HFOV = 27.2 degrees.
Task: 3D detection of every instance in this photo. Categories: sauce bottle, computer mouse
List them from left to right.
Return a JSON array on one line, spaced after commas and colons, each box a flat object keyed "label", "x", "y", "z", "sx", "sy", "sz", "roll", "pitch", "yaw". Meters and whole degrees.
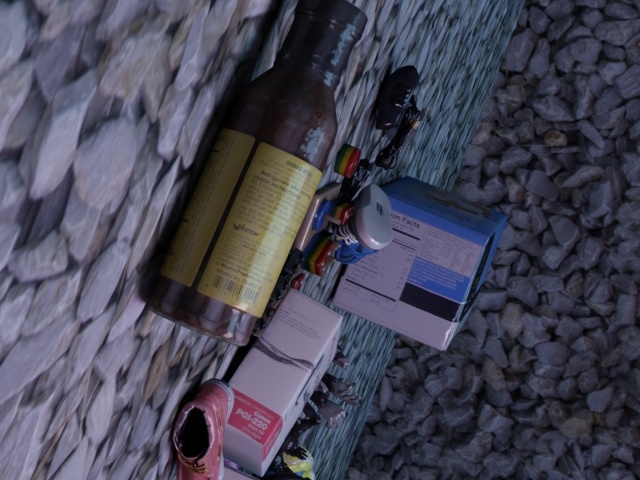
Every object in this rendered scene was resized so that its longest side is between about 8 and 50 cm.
[{"label": "sauce bottle", "x": -0.050, "y": -0.071, "z": 1.263, "sx": 0.344, "sy": 0.111, "sz": 0.111, "roll": -65, "pitch": 170, "yaw": -4}, {"label": "computer mouse", "x": 0.079, "y": -0.162, "z": 2.009, "sx": 0.242, "sy": 0.041, "sz": 0.071, "roll": -62, "pitch": -165, "yaw": -1}, {"label": "computer mouse", "x": 0.120, "y": -0.186, "z": 2.072, "sx": 0.106, "sy": 0.042, "sz": 0.193, "roll": -61, "pitch": -172, "yaw": 21}]

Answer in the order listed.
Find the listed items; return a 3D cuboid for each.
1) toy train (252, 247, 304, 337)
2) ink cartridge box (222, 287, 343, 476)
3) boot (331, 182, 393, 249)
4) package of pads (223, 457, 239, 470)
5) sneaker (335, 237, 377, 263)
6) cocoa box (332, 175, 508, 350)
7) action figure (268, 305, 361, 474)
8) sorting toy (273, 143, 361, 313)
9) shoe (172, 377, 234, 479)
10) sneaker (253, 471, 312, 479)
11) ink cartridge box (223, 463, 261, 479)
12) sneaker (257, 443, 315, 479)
[{"label": "toy train", "x": -0.063, "y": 0.072, "z": 1.783, "sx": 0.158, "sy": 0.027, "sz": 0.036, "roll": -60, "pitch": -179, "yaw": -39}, {"label": "ink cartridge box", "x": -0.062, "y": 0.196, "z": 1.820, "sx": 0.218, "sy": 0.092, "sz": 0.158, "roll": -59, "pitch": 171, "yaw": -24}, {"label": "boot", "x": 0.058, "y": -0.016, "z": 1.994, "sx": 0.086, "sy": 0.069, "sz": 0.190, "roll": -39, "pitch": -168, "yaw": 19}, {"label": "package of pads", "x": -0.130, "y": 0.311, "z": 1.940, "sx": 0.050, "sy": 0.032, "sz": 0.083, "roll": -60, "pitch": 169, "yaw": -22}, {"label": "sneaker", "x": 0.073, "y": 0.004, "z": 2.207, "sx": 0.209, "sy": 0.082, "sz": 0.069, "roll": 85, "pitch": 27, "yaw": -73}, {"label": "cocoa box", "x": 0.195, "y": 0.031, "z": 2.473, "sx": 0.347, "sy": 0.231, "sz": 0.228, "roll": -29, "pitch": 141, "yaw": -75}, {"label": "action figure", "x": -0.006, "y": 0.251, "z": 2.170, "sx": 0.164, "sy": 0.141, "sz": 0.276, "roll": -31, "pitch": 145, "yaw": -63}, {"label": "sorting toy", "x": 0.000, "y": 0.000, "z": 1.899, "sx": 0.132, "sy": 0.046, "sz": 0.274, "roll": -34, "pitch": 145, "yaw": -73}, {"label": "shoe", "x": -0.154, "y": 0.261, "z": 1.620, "sx": 0.081, "sy": 0.063, "sz": 0.178, "roll": -42, "pitch": 147, "yaw": -66}, {"label": "sneaker", "x": -0.059, "y": 0.423, "z": 2.095, "sx": 0.276, "sy": 0.135, "sz": 0.098, "roll": 40, "pitch": 48, "yaw": -66}, {"label": "ink cartridge box", "x": -0.140, "y": 0.403, "z": 1.752, "sx": 0.086, "sy": 0.148, "sz": 0.203, "roll": 63, "pitch": 49, "yaw": -75}, {"label": "sneaker", "x": -0.079, "y": 0.438, "z": 2.421, "sx": 0.126, "sy": 0.091, "sz": 0.240, "roll": -45, "pitch": 164, "yaw": -16}]
